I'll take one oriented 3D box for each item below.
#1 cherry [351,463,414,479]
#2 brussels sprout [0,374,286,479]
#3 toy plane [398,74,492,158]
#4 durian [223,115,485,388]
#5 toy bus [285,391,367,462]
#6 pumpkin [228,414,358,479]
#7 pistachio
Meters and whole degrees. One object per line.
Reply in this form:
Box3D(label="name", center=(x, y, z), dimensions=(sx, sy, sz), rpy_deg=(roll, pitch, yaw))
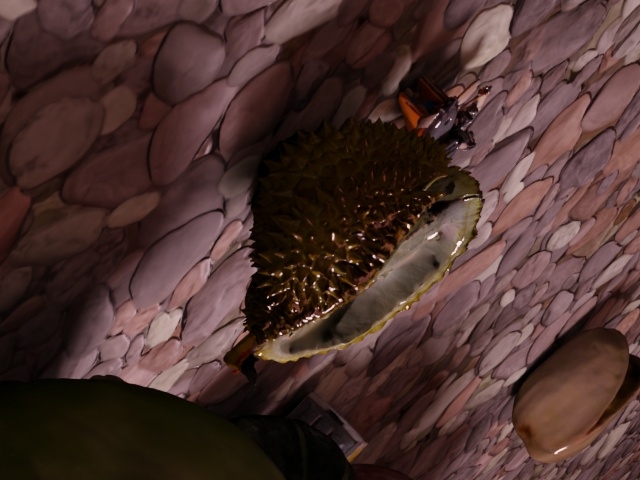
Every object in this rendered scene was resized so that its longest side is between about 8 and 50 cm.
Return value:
Box3D(label="cherry", center=(0.043, 0.423, 1.812), dimensions=(0.291, 0.335, 0.326), rpy_deg=(-14, -158, 24))
Box3D(label="brussels sprout", center=(-0.219, 0.270, 1.147), dimensions=(0.425, 0.342, 0.361), rpy_deg=(-44, 131, -15))
Box3D(label="toy plane", center=(0.088, -0.069, 1.434), dimensions=(0.135, 0.062, 0.188), rpy_deg=(-34, 155, -29))
Box3D(label="durian", center=(0.000, 0.000, 1.300), dimensions=(0.237, 0.138, 0.193), rpy_deg=(-37, 161, -16))
Box3D(label="toy bus", center=(-0.070, 0.275, 1.716), dimensions=(0.268, 0.092, 0.106), rpy_deg=(-46, 167, 0))
Box3D(label="pumpkin", center=(-0.062, 0.267, 1.583), dimensions=(0.212, 0.152, 0.211), rpy_deg=(-8, 114, -19))
Box3D(label="pistachio", center=(0.350, 0.213, 2.273), dimensions=(0.206, 0.131, 0.129), rpy_deg=(-43, 131, -2))
